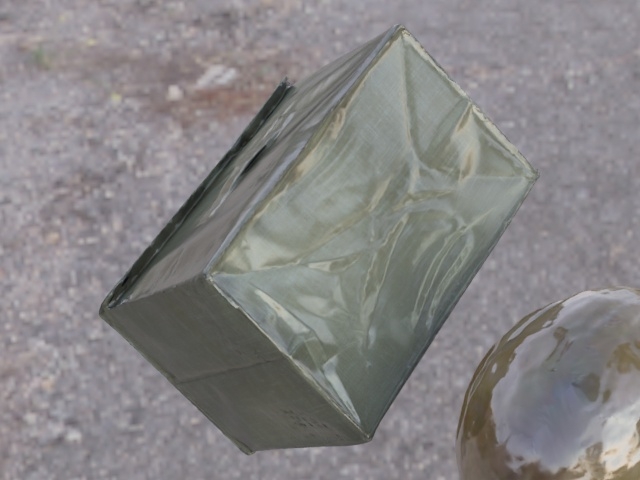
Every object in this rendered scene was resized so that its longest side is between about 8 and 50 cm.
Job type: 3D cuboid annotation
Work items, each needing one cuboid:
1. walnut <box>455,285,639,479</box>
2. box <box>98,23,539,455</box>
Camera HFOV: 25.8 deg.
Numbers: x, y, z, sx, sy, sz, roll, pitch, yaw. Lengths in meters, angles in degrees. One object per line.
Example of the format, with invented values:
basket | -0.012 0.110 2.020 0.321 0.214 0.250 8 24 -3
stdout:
walnut | 0.146 0.102 0.770 0.140 0.162 0.140 20 -10 4
box | 0.000 0.000 0.906 0.149 0.155 0.231 -19 29 56
